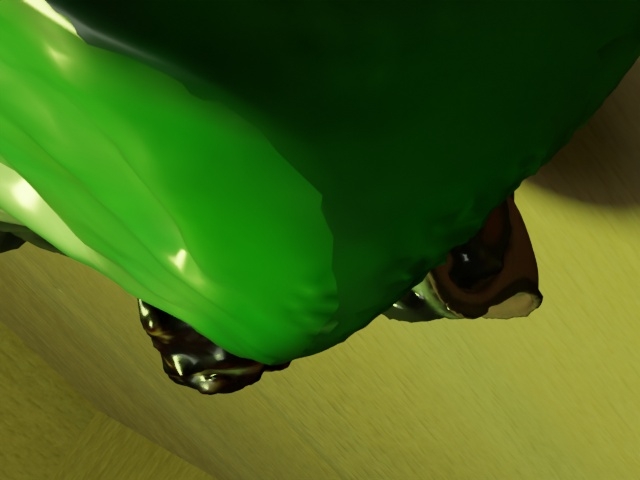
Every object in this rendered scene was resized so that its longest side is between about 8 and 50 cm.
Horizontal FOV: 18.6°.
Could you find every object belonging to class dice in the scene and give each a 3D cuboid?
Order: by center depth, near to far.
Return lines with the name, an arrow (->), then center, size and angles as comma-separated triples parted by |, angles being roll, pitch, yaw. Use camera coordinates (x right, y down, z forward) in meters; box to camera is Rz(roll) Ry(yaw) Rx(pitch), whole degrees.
dice -> -0.041, -0.160, 0.537 | 0.300, 0.287, 0.297 | 39, 165, -7

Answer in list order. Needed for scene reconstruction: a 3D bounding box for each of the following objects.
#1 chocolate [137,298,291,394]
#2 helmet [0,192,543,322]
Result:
chocolate -> 0.000, 0.000, 1.238 | 0.177, 0.224, 0.206 | 4, 119, 16
helmet -> -0.032, -0.066, 0.981 | 0.338, 0.197, 0.271 | 6, 179, -41
